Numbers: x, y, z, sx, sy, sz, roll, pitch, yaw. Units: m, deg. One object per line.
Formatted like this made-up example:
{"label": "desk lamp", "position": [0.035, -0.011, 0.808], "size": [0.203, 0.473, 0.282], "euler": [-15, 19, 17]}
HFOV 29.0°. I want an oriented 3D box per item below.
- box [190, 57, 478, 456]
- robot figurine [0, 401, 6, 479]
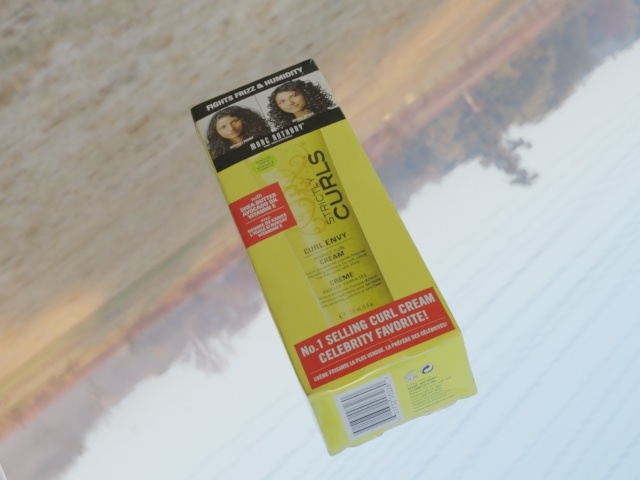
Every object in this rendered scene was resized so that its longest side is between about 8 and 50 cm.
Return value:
{"label": "box", "position": [0.000, 0.000, 0.677], "size": [0.087, 0.058, 0.232], "euler": [-22, -132, -2]}
{"label": "robot figurine", "position": [-0.282, 0.180, 0.743], "size": [0.219, 0.128, 0.158], "euler": [-22, -141, -19]}
